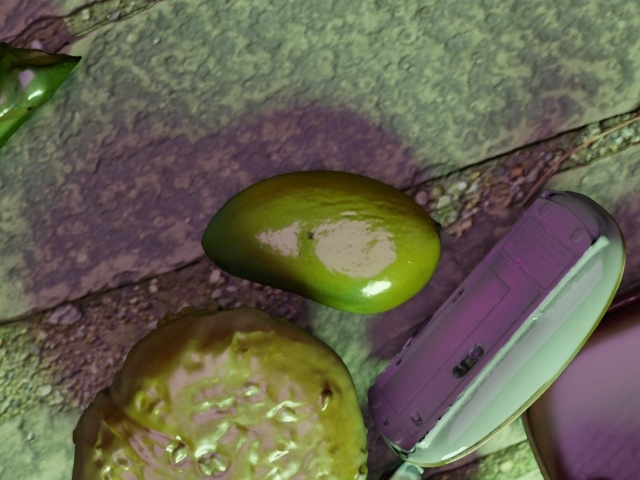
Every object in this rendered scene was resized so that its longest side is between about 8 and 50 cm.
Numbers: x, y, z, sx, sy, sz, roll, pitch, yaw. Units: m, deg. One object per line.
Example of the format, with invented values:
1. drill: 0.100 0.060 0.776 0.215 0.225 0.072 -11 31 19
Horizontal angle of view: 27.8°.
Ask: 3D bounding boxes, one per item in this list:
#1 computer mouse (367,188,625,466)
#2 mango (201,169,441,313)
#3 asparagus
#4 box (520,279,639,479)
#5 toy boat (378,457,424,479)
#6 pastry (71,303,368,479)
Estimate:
1. computer mouse: 0.174 0.088 1.264 0.072 0.158 0.310 37 98 -31
2. mango: 0.004 -0.006 1.311 0.237 0.091 0.137 18 89 4
3. asparagus: -0.387 -0.087 1.354 0.343 0.082 0.085 -45 125 7
4. box: 0.399 0.144 1.269 0.404 0.108 0.263 -23 93 8
5. toy boat: 0.089 0.333 1.284 0.155 0.085 0.227 24 62 -2
6. pastry: -0.100 0.214 1.287 0.284 0.184 0.316 25 95 -8
